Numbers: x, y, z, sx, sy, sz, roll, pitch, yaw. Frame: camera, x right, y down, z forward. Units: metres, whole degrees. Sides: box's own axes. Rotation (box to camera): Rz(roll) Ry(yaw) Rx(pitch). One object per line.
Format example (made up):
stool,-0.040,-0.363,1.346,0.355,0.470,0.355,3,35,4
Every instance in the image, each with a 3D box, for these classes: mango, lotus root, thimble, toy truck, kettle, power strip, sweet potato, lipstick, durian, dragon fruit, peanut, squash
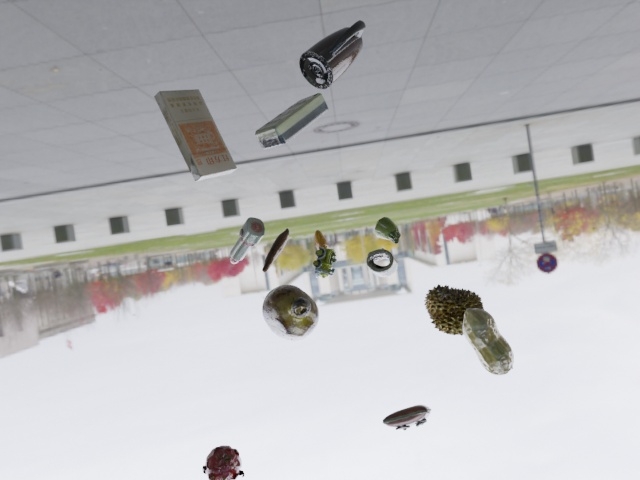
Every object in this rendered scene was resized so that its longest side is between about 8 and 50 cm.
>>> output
mango,0.000,0.000,2.053,0.046,0.089,0.060,-13,166,-9
lotus root,-0.087,0.206,1.508,0.141,0.169,0.314,-49,178,-15
thimble,0.248,0.092,2.121,0.115,0.102,0.090,19,168,26
toy truck,0.020,0.083,1.868,0.077,0.111,0.076,4,156,17
kettle,0.056,-0.666,1.837,0.232,0.144,0.202,-50,180,-28
power strip,-0.083,-0.368,1.609,0.105,0.070,0.256,-4,-149,44
sweet potato,-0.204,0.044,2.401,0.057,0.057,0.264,-8,-136,44
lipstick,-0.219,0.014,1.483,0.057,0.063,0.186,11,141,-28
durian,0.510,0.257,2.021,0.249,0.138,0.183,8,-137,28
dragon fruit,-0.329,0.755,1.767,0.133,0.136,0.166,-20,171,-12
peanut,0.434,0.264,1.368,0.090,0.214,0.098,-34,-166,4
squash,0.319,-0.036,2.355,0.105,0.105,0.132,-9,-152,-32

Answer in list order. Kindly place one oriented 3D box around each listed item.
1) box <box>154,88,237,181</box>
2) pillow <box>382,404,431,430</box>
box,-0.486,-0.418,2.068,0.051,0.365,0.204,-26,179,38
pillow,0.334,0.678,2.008,0.179,0.075,0.171,-21,156,10
